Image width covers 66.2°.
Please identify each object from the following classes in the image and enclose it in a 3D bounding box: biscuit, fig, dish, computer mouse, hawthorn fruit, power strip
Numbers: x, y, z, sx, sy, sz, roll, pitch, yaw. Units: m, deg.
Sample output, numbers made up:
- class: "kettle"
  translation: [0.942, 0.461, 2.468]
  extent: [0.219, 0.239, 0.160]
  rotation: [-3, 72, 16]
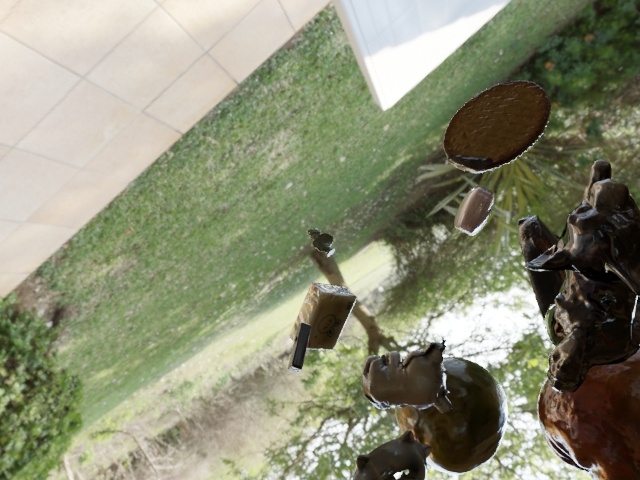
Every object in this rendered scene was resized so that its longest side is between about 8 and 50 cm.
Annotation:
- class: "biscuit"
  translation: [0.499, -0.328, 1.409]
  extent: [0.318, 0.318, 0.040]
  rotation: [-41, 128, 14]
- class: "fig"
  translation: [0.402, 0.508, 1.469]
  extent: [0.343, 0.343, 0.343]
  rotation: [-37, 170, -8]
- class: "dish"
  translation: [0.179, 0.582, 1.190]
  extent: [0.236, 0.228, 0.086]
  rotation: [-41, -146, -3]
- class: "computer mouse"
  translation: [0.619, 0.084, 1.305]
  extent: [0.116, 0.324, 0.183]
  rotation: [-17, 180, 25]
- class: "hawthorn fruit"
  translation: [0.722, 0.401, 1.100]
  extent: [0.402, 0.403, 0.403]
  rotation: [-37, 170, -8]
- class: "power strip"
  translation: [-0.047, 0.239, 1.104]
  extent: [0.038, 0.029, 0.111]
  rotation: [124, -16, -51]

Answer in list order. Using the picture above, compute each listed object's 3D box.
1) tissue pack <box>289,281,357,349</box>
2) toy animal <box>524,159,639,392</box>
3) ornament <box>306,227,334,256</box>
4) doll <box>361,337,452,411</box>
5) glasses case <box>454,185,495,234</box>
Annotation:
- class: "tissue pack"
  translation: [0.008, 0.233, 1.502]
  extent: [0.148, 0.092, 0.196]
  rotation: [11, 106, -39]
- class: "toy animal"
  translation: [0.460, 0.064, 0.809]
  extent: [0.302, 0.194, 0.345]
  rotation: [-33, 126, -38]
- class: "ornament"
  translation: [0.003, 0.002, 1.383]
  extent: [0.068, 0.092, 0.041]
  rotation: [-2, 141, -18]
- class: "doll"
  translation: [0.180, 0.288, 1.019]
  extent: [0.191, 0.150, 0.095]
  rotation: [-12, 177, 14]
- class: "glasses case"
  translation: [0.383, -0.074, 1.220]
  extent: [0.113, 0.075, 0.297]
  rotation: [-64, 166, 11]
